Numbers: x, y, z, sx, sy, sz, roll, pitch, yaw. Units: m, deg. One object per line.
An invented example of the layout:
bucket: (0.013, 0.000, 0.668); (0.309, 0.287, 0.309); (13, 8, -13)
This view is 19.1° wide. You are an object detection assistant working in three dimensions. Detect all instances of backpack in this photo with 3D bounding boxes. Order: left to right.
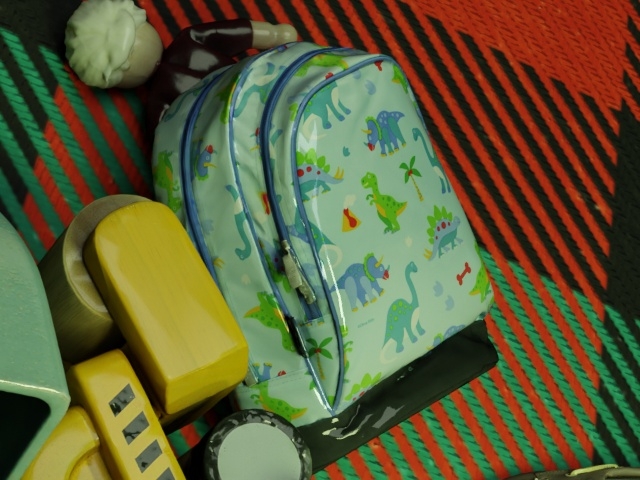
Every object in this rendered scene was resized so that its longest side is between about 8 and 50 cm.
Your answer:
backpack: (0.000, 0.000, 1.691); (0.290, 0.273, 0.355); (-25, 83, -41)

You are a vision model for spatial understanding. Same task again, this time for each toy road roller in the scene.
toy road roller: (-0.182, 0.151, 1.558); (0.241, 0.202, 0.329); (-22, 79, -29)

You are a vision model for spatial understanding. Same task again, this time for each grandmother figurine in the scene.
grandmother figurine: (-0.092, -0.126, 1.832); (0.342, 0.104, 0.207); (29, 58, -13)

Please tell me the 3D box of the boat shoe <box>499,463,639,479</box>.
boat shoe: (0.265, 0.271, 1.840); (0.324, 0.097, 0.116); (3, 64, -31)

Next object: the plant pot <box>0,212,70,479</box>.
plant pot: (-0.355, 0.072, 1.468); (0.247, 0.248, 0.252); (15, 43, -25)
